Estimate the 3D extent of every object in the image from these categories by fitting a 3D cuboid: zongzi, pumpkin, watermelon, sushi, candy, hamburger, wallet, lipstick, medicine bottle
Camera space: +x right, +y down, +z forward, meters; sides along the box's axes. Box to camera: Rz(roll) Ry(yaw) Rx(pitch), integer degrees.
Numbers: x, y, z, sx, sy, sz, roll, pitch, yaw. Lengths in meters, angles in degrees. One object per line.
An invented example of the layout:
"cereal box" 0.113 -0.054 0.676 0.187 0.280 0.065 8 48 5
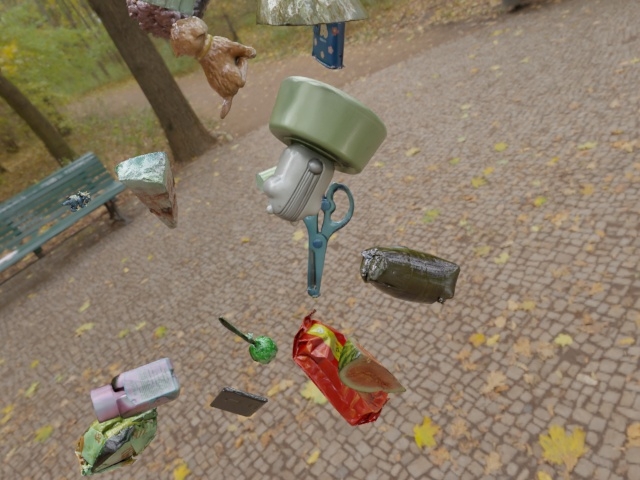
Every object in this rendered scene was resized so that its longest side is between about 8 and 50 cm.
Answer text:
"zongzi" 0.279 0.114 2.044 0.432 0.403 0.208 17 93 66
"pumpkin" -0.022 -0.448 0.930 0.217 0.110 0.217 -8 25 4
"watermelon" -0.460 -0.122 1.400 0.154 0.241 0.095 -6 55 7
"sushi" -0.444 -0.735 1.484 0.170 0.236 0.270 1 72 33
"candy" -0.239 0.318 1.649 0.097 0.323 0.097 -14 54 19
"hamburger" -0.542 0.534 1.402 0.235 0.125 0.214 -57 -21 16
"wallet" 0.024 -0.587 1.390 0.059 0.202 0.141 -14 39 -20
"lipstick" -0.078 -0.252 1.765 0.304 0.076 0.076 -25 25 -24
"watermelon" 0.126 0.411 1.585 0.128 0.303 0.159 -48 41 -5
"medicine bottle" -0.436 0.358 1.194 0.187 0.094 0.119 -16 -21 -25

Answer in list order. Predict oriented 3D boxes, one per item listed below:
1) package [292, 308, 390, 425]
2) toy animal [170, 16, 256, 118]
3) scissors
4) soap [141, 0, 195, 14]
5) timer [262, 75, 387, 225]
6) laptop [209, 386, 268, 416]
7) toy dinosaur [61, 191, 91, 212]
"package" 0.063 0.449 1.778 0.123 0.423 0.196 -45 -7 25
"toy animal" -0.257 -0.392 1.128 0.104 0.185 0.184 8 81 40
"scissors" 0.000 0.000 1.535 0.180 0.393 0.032 7 23 3
"soap" -0.297 -0.580 1.035 0.119 0.198 0.067 -1 49 -39
"timer" -0.029 -0.193 1.246 0.290 0.290 0.315 26 90 56
"laptop" -0.234 0.459 1.424 0.180 0.129 0.016 127 160 -51
"toy dinosaur" -0.701 -0.113 1.448 0.030 0.047 0.083 16 40 44
